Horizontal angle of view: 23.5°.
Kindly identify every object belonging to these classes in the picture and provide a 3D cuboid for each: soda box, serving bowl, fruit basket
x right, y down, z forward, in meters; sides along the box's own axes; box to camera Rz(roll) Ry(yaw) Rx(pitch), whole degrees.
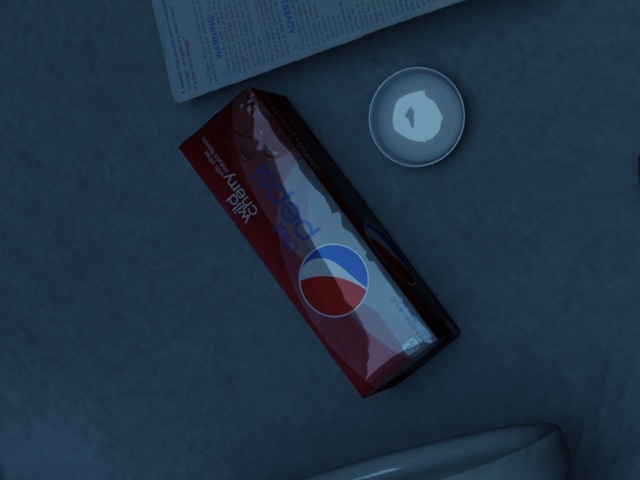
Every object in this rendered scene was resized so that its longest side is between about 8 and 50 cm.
[{"bbox_3d":[0.000,0.000,1.277,0.083,0.092,0.263,-40,78,15],"label":"soda box"},{"bbox_3d":[0.083,-0.102,1.284,0.083,0.027,0.083,0,89,18],"label":"serving bowl"},{"bbox_3d":[-0.009,-0.317,1.274,0.353,0.165,0.327,-18,84,33],"label":"fruit basket"}]

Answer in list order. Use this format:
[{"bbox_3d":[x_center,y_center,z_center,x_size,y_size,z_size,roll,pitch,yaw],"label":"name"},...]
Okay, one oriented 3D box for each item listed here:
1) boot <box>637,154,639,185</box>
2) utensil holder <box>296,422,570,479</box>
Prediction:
[{"bbox_3d":[0.374,0.011,1.177,0.206,0.090,0.248,-23,84,29],"label":"boot"},{"bbox_3d":[0.072,0.364,1.133,0.327,0.327,0.386,-17,86,17],"label":"utensil holder"}]
